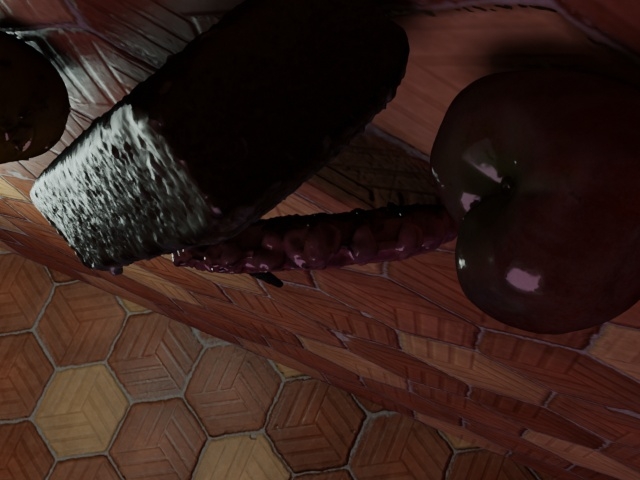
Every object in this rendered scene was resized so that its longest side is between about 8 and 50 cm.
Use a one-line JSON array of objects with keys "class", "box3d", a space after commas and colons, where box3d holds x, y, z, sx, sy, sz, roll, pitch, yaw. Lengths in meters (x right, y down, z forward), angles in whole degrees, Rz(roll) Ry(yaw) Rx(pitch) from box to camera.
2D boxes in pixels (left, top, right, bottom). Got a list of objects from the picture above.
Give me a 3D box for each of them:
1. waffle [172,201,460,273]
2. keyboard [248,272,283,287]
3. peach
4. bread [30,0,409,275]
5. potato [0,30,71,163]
[{"class": "waffle", "box3d": [0.000, 0.000, 0.786, 0.221, 0.055, 0.234, -3, -175, 43]}, {"class": "keyboard", "box3d": [-0.131, 0.015, 1.264, 0.381, 0.041, 0.103, 15, 163, 33]}, {"class": "peach", "box3d": [0.141, -0.020, 0.521, 0.152, 0.152, 0.152, 23, 166, 6]}, {"class": "bread", "box3d": [-0.098, -0.066, 0.651, 0.113, 0.165, 0.416, 50, 159, -13]}, {"class": "potato", "box3d": [-0.308, -0.135, 0.860, 0.137, 0.137, 0.176, 28, -173, -14]}]
